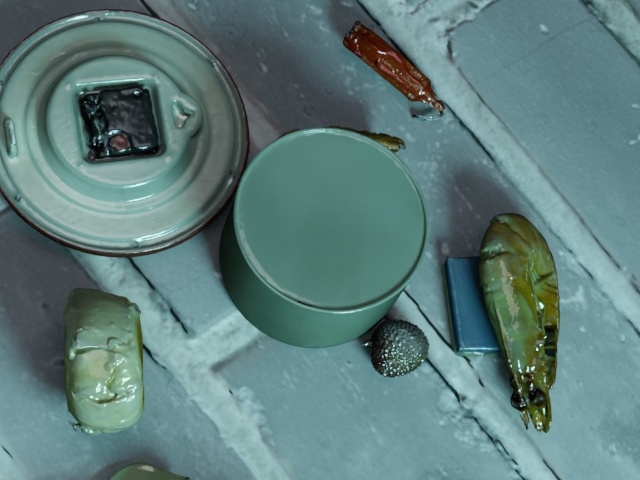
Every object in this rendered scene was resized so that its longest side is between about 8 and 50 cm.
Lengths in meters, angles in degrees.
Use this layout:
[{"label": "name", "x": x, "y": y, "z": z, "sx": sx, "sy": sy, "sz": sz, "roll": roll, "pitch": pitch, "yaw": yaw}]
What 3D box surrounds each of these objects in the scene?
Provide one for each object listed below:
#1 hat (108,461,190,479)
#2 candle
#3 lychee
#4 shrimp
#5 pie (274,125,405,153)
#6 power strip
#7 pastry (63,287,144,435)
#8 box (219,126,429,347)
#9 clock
[{"label": "hat", "x": -0.219, "y": 0.308, "z": 1.844, "sx": 0.122, "sy": 0.081, "sz": 0.166, "roll": 12, "pitch": 43, "yaw": 35}, {"label": "candle", "x": 0.093, "y": -0.208, "z": 2.103, "sx": 0.162, "sy": 0.053, "sz": 0.048, "roll": 41, "pitch": 73, "yaw": 3}, {"label": "lychee", "x": 0.089, "y": 0.127, "z": 1.970, "sx": 0.083, "sy": 0.068, "sz": 0.067, "roll": -2, "pitch": 112, "yaw": -15}, {"label": "shrimp", "x": 0.248, "y": 0.098, "z": 1.998, "sx": 0.145, "sy": 0.061, "sz": 0.267, "roll": 13, "pitch": 62, "yaw": -51}, {"label": "pie", "x": 0.017, "y": -0.120, "z": 2.042, "sx": 0.170, "sy": 0.092, "sz": 0.034, "roll": 0, "pitch": 109, "yaw": -10}, {"label": "power strip", "x": 0.182, "y": 0.081, "z": 2.020, "sx": 0.056, "sy": 0.032, "sz": 0.123, "roll": -2, "pitch": 71, "yaw": -11}, {"label": "pastry", "x": -0.239, "y": 0.132, "z": 1.855, "sx": 0.088, "sy": 0.166, "sz": 0.165, "roll": -3, "pitch": 70, "yaw": -6}, {"label": "box", "x": 0.000, "y": 0.000, "z": 1.950, "sx": 0.226, "sy": 0.149, "sz": 0.226, "roll": 4, "pitch": 69, "yaw": -10}, {"label": "clock", "x": -0.241, "y": -0.132, "z": 1.991, "sx": 0.319, "sy": 0.080, "sz": 0.318, "roll": 4, "pitch": 69, "yaw": -9}]
